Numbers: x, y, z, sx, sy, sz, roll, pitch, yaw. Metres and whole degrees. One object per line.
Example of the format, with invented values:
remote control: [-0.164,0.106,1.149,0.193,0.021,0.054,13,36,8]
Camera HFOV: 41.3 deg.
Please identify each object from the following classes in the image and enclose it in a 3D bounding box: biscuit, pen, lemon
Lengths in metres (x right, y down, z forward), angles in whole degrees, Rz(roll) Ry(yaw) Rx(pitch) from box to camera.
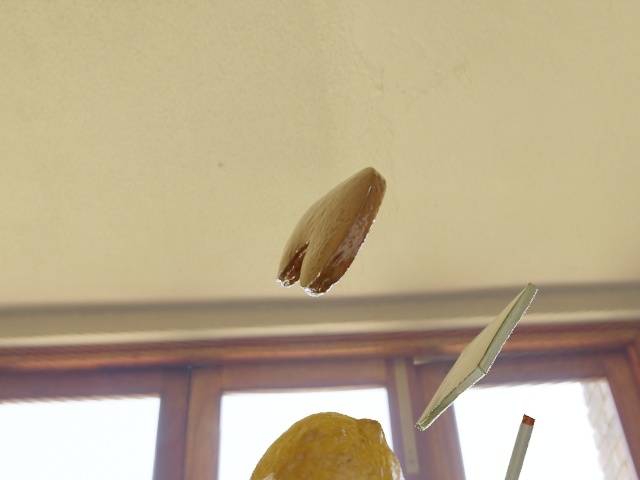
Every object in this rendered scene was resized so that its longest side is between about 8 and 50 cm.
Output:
biscuit: [0.000,0.000,1.005,0.036,0.186,0.192,36,-34,-15]
pen: [0.326,0.415,1.455,0.028,0.239,0.028,18,-8,2]
lemon: [-0.001,0.242,0.775,0.187,0.142,0.142,-49,-49,-8]

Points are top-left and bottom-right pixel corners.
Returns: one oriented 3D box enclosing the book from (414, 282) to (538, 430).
book: [0.182,0.142,1.009,0.016,0.138,0.198,36,-34,7]
